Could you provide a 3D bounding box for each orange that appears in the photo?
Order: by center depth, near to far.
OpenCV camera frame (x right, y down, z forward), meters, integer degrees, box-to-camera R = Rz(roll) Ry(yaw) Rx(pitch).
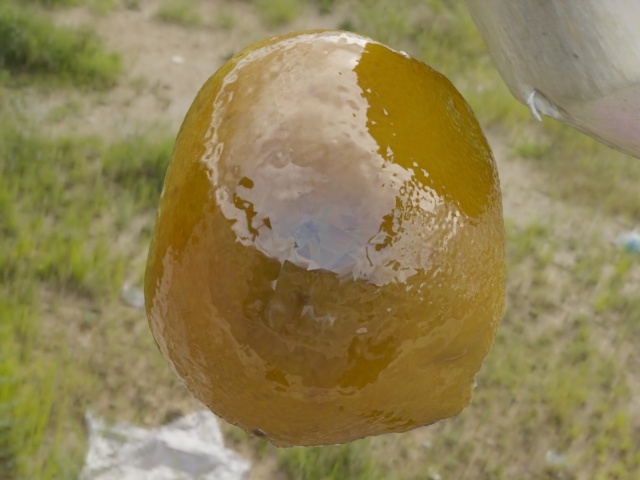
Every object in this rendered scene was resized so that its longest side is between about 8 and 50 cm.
[{"bbox_3d":[0.000,0.000,0.531,0.160,0.112,0.170,-38,80,0],"label":"orange"}]

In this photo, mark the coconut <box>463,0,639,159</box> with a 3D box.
[{"bbox_3d":[0.138,-0.154,0.550,0.197,0.237,0.237,-30,45,7],"label":"coconut"}]
